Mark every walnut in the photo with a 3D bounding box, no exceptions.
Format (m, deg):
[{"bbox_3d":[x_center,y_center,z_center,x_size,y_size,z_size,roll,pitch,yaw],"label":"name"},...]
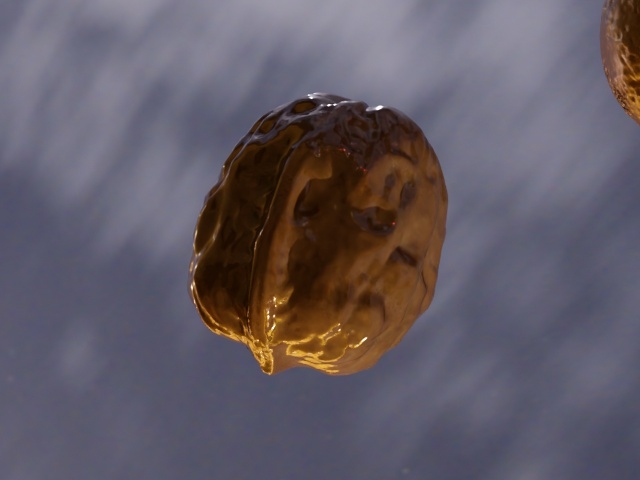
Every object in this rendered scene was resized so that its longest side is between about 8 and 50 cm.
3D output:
[{"bbox_3d":[0.000,0.000,0.590,0.079,0.082,0.096,17,-104,19],"label":"walnut"}]

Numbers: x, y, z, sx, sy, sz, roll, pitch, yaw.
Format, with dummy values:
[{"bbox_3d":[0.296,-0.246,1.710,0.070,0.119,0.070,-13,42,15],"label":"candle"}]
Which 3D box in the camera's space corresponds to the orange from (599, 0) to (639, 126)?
[{"bbox_3d":[0.139,-0.069,0.608,0.085,0.095,0.085,-12,-115,27],"label":"orange"}]
